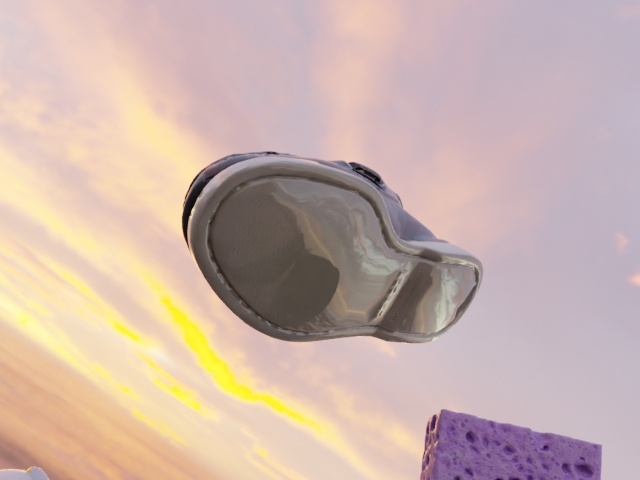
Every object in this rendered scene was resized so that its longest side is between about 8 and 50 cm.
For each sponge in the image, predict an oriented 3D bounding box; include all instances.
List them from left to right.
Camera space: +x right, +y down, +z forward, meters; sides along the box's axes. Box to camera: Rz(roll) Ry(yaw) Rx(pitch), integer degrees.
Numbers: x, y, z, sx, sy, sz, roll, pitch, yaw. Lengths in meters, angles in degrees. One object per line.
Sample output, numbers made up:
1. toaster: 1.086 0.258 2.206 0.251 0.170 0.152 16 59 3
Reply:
1. sponge: 0.111 0.220 0.546 0.117 0.210 0.031 15 -25 -9

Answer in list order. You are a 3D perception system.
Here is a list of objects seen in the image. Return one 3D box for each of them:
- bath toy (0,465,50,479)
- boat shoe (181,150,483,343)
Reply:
1. bath toy: -0.302 0.248 0.634 0.151 0.129 0.348 56 4 5
2. boat shoe: 0.002 -0.003 0.663 0.113 0.127 0.340 39 16 35
